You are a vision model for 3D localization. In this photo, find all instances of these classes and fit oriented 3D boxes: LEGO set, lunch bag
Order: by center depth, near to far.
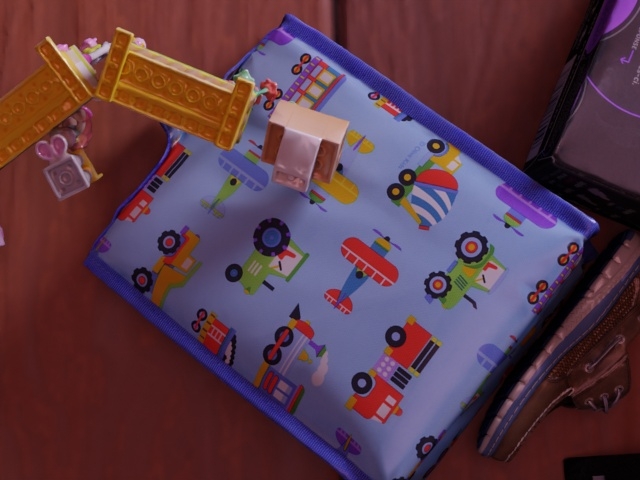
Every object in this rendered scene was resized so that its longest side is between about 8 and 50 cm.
[{"bbox_3d":[-0.121,-0.082,1.120,0.287,0.107,0.132,-12,103,13],"label":"LEGO set"},{"bbox_3d":[0.000,0.000,1.132,0.293,0.138,0.221,38,88,12],"label":"lunch bag"}]

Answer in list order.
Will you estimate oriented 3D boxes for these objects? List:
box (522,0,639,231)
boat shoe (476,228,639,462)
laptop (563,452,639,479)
[{"bbox_3d":[0.290,-0.066,1.123,0.270,0.143,0.165,23,87,0],"label":"box"},{"bbox_3d":[0.177,0.081,1.150,0.066,0.066,0.183,38,86,0],"label":"boat shoe"},{"bbox_3d":[0.322,0.249,1.168,0.264,0.136,0.234,-4,86,-27],"label":"laptop"}]
